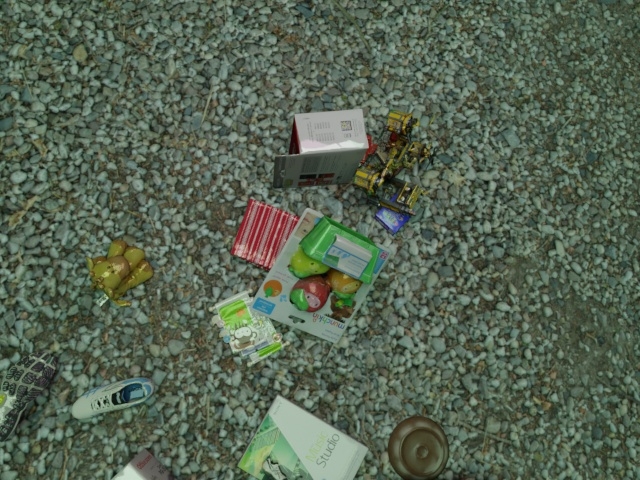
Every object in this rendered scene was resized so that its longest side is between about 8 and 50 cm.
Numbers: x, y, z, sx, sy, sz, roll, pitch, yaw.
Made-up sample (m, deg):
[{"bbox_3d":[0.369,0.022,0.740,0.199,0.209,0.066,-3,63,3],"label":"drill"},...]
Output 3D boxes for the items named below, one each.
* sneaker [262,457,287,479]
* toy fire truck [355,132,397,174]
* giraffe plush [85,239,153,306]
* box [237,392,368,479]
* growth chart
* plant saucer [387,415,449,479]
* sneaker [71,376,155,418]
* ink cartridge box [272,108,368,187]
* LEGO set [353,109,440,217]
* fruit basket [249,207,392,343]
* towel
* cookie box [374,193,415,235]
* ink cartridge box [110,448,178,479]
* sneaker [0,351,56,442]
[{"bbox_3d":[-0.126,0.657,1.415,0.083,0.032,0.037,37,77,1],"label":"sneaker"},{"bbox_3d":[0.197,-0.302,1.709,0.135,0.047,0.192,14,78,-6],"label":"toy fire truck"},{"bbox_3d":[-0.615,0.096,1.459,0.181,0.170,0.210,26,76,-1],"label":"giraffe plush"},{"bbox_3d":[-0.050,0.640,1.472,0.322,0.058,0.232,30,76,1],"label":"box"},{"bbox_3d":[-0.229,0.273,1.548,0.172,0.021,0.237,-33,83,-11],"label":"growth chart"},{"bbox_3d":[0.309,0.648,1.527,0.198,0.036,0.198,2,78,-8],"label":"plant saucer"},{"bbox_3d":[-0.602,0.454,1.429,0.237,0.086,0.085,-17,82,-9],"label":"sneaker"},{"bbox_3d":[-0.020,-0.275,1.540,0.272,0.309,0.130,-7,79,-9],"label":"ink cartridge box"},{"bbox_3d":[0.271,-0.231,1.567,0.192,0.255,0.331,25,72,25],"label":"LEGO set"},{"bbox_3d":[0.010,0.121,1.478,0.327,0.165,0.353,27,95,-23],"label":"fruit basket"},{"bbox_3d":[-0.132,0.006,1.567,0.275,0.031,0.199,22,94,5],"label":"towel"},{"bbox_3d":[0.251,-0.087,1.672,0.092,0.040,0.107,45,76,5],"label":"cookie box"},{"bbox_3d":[-0.437,0.716,1.330,0.283,0.207,0.117,43,75,3],"label":"ink cartridge box"},{"bbox_3d":[-0.860,0.438,1.391,0.107,0.110,0.275,37,58,-16],"label":"sneaker"}]
